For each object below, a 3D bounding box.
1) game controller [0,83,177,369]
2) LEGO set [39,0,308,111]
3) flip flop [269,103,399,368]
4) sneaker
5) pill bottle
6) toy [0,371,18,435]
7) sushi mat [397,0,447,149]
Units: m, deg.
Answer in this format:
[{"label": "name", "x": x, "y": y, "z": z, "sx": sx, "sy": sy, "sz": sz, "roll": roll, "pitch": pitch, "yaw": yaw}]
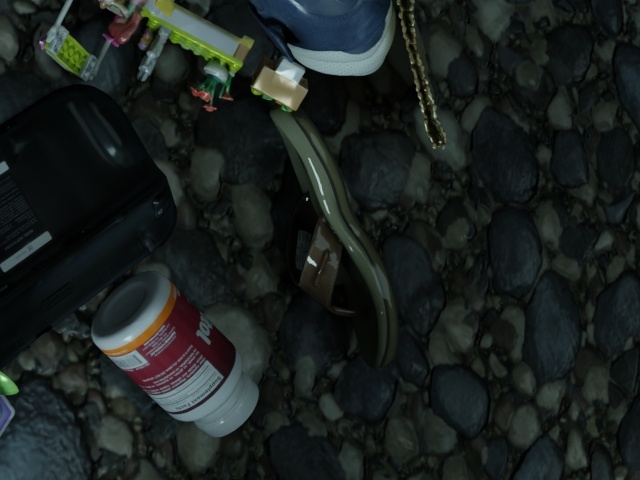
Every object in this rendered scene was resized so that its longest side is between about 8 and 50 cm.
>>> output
[{"label": "game controller", "x": -0.260, "y": -0.001, "z": 1.308, "sx": 0.319, "sy": 0.067, "sz": 0.166, "roll": -39, "pitch": 99, "yaw": -34}, {"label": "LEGO set", "x": -0.143, "y": -0.168, "z": 1.368, "sx": 0.287, "sy": 0.132, "sz": 0.107, "roll": 35, "pitch": 77, "yaw": -44}, {"label": "flip flop", "x": 0.000, "y": 0.000, "z": 1.498, "sx": 0.080, "sy": 0.112, "sz": 0.277, "roll": -27, "pitch": 110, "yaw": -11}, {"label": "sneaker", "x": -0.052, "y": -0.271, "z": 1.396, "sx": 0.130, "sy": 0.323, "sz": 0.236, "roll": -38, "pitch": 143, "yaw": -5}, {"label": "pill bottle", "x": -0.125, "y": 0.104, "z": 1.391, "sx": 0.152, "sy": 0.086, "sz": 0.086, "roll": 48, "pitch": 60, "yaw": -29}, {"label": "toy", "x": -0.295, "y": 0.199, "z": 1.180, "sx": 0.137, "sy": 0.056, "sz": 0.237, "roll": 74, "pitch": 35, "yaw": -54}, {"label": "sushi mat", "x": 0.091, "y": -0.182, "z": 1.485, "sx": 0.019, "sy": 0.316, "sz": 0.151, "roll": -12, "pitch": 102, "yaw": 5}]
